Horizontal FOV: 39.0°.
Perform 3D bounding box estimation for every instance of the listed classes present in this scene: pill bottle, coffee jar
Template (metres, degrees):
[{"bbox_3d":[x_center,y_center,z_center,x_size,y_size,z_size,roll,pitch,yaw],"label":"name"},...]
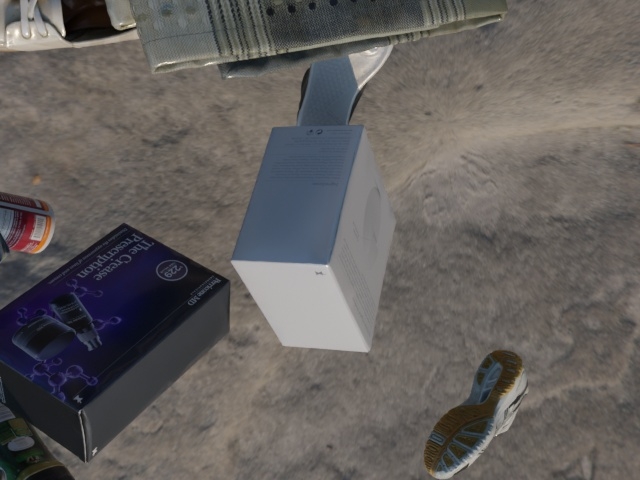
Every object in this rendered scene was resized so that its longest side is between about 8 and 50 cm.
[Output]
[{"bbox_3d":[-0.489,-0.032,1.367,0.086,0.152,0.086,-11,73,40],"label":"pill bottle"},{"bbox_3d":[-0.400,0.304,1.208,0.184,0.079,0.096,38,123,34],"label":"coffee jar"}]

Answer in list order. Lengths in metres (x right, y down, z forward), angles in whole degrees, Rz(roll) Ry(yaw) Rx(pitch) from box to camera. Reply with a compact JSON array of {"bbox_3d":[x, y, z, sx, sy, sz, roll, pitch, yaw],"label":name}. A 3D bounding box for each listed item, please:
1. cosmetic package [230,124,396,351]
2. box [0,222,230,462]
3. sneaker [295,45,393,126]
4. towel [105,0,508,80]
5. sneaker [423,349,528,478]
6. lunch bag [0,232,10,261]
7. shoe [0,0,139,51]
[{"bbox_3d":[0.000,0.000,1.226,0.138,0.224,0.224,0,55,19],"label":"cosmetic package"},{"bbox_3d":[-0.259,0.113,1.096,0.184,0.261,0.103,28,135,20],"label":"box"},{"bbox_3d":[0.031,-0.273,1.343,0.105,0.147,0.295,17,124,-11],"label":"sneaker"},{"bbox_3d":[-0.030,-0.289,0.694,0.312,0.056,0.324,-13,85,-23],"label":"towel"},{"bbox_3d":[0.091,0.102,0.502,0.032,0.037,0.083,26,67,43],"label":"sneaker"},{"bbox_3d":[-0.486,-0.022,1.185,0.096,0.129,0.151,-29,101,-12],"label":"lunch bag"},{"bbox_3d":[-0.189,-0.190,0.707,0.219,0.058,0.076,-14,108,-32],"label":"shoe"}]
